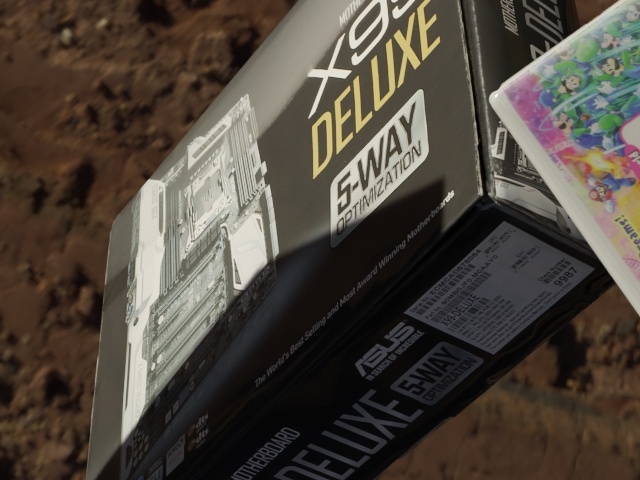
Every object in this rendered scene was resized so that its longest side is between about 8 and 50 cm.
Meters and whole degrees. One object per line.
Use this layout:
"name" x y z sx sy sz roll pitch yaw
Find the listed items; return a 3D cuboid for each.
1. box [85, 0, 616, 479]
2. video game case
"box" 0.000 0.000 0.753 0.076 0.242 0.307 25 130 -25
"video game case" 0.157 -0.025 0.528 0.143 0.019 0.157 -35 91 11
